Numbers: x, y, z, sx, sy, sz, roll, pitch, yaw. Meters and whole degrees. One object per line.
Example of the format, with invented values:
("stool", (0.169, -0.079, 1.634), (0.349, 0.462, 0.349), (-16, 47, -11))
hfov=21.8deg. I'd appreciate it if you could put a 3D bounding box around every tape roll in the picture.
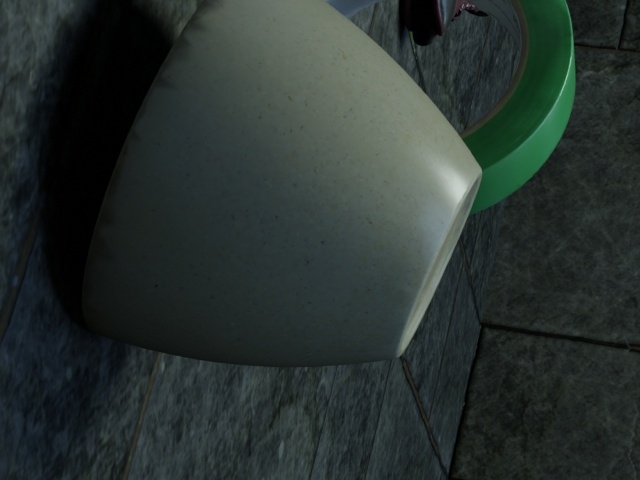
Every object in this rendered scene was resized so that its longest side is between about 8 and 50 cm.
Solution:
("tape roll", (0.088, -0.171, 1.630), (0.077, 0.321, 0.321), (70, 31, -61))

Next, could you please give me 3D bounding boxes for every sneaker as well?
("sneaker", (0.172, -0.335, 2.335), (0.281, 0.106, 0.162), (37, 67, -62))

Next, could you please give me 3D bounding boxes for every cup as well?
("cup", (-0.009, -0.029, 1.341), (0.331, 0.237, 0.331), (24, 90, -83))
